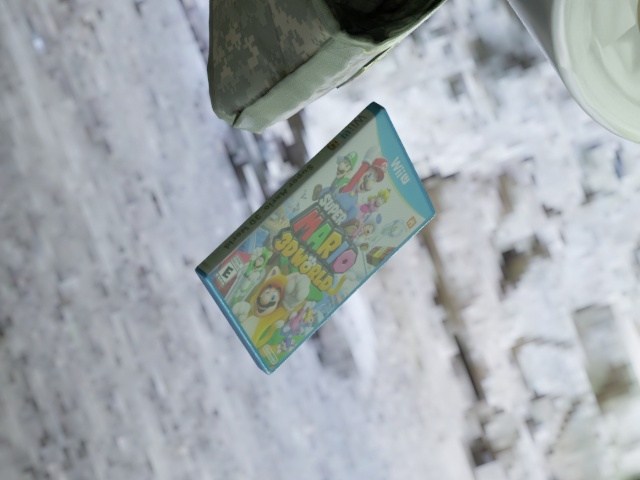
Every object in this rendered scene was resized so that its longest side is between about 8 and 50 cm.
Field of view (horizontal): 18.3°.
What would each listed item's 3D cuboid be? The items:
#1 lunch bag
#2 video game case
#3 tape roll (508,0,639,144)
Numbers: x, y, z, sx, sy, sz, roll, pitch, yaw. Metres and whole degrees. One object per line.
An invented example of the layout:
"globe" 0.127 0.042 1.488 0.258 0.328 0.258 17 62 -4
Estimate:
"lunch bag" 0.014 -0.235 1.588 0.235 0.169 0.287 -27 -133 61
"video game case" 0.000 0.000 1.333 0.015 0.166 0.119 35 -17 40
"tape roll" 0.240 -0.203 1.308 0.169 0.246 0.246 -114 178 -53
